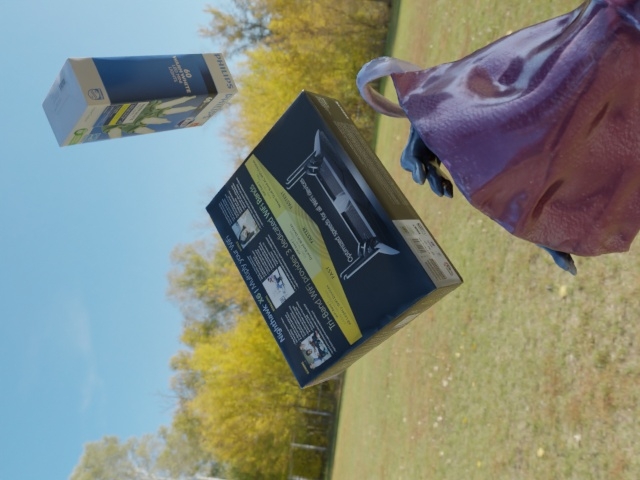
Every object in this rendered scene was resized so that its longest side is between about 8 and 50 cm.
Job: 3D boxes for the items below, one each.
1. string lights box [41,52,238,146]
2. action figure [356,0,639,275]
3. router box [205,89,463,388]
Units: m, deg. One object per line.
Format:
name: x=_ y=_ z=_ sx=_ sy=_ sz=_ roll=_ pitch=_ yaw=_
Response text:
string lights box: x=-0.275 y=-0.225 z=0.878 sx=0.133 sy=0.260 sz=0.076 roll=-26 pitch=86 yaw=47
action figure: x=0.242 y=-0.160 z=0.408 sx=0.370 sy=0.248 sz=0.275 roll=-57 pitch=43 yaw=29
router box: x=0.000 y=0.000 z=0.746 sx=0.243 sy=0.308 sz=0.081 roll=-43 pitch=-23 yaw=30
